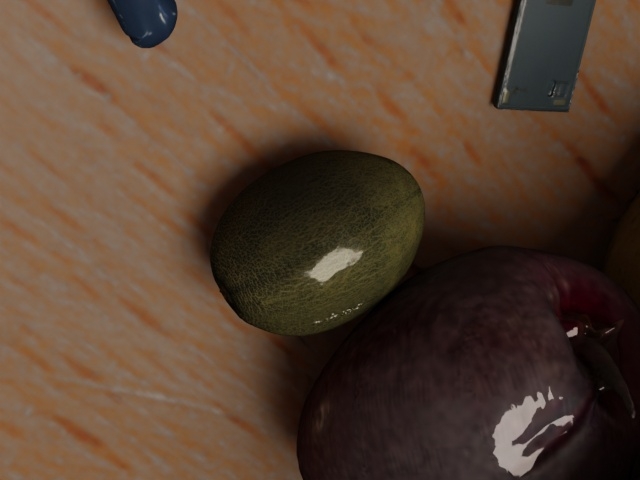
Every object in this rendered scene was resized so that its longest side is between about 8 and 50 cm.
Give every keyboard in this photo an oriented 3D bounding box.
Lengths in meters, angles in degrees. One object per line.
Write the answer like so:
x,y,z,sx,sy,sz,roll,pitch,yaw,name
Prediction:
0.147,-0.163,0.879,0.055,0.014,0.176,-2,115,-28,keyboard

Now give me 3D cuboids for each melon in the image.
0.000,0.000,0.827,0.131,0.098,0.098,-26,124,-11,melon

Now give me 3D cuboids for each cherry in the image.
0.100,0.099,0.864,0.213,0.266,0.183,-2,75,-51,cherry

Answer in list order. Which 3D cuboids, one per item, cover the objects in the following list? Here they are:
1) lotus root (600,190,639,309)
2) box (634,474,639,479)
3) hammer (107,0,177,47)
0.270,0.033,0.955,0.183,0.182,0.310,25,112,-36,lotus root
0.264,0.172,0.872,0.373,0.090,0.367,-43,153,-1,box
-0.122,-0.169,0.696,0.116,0.069,0.194,-37,131,-9,hammer
